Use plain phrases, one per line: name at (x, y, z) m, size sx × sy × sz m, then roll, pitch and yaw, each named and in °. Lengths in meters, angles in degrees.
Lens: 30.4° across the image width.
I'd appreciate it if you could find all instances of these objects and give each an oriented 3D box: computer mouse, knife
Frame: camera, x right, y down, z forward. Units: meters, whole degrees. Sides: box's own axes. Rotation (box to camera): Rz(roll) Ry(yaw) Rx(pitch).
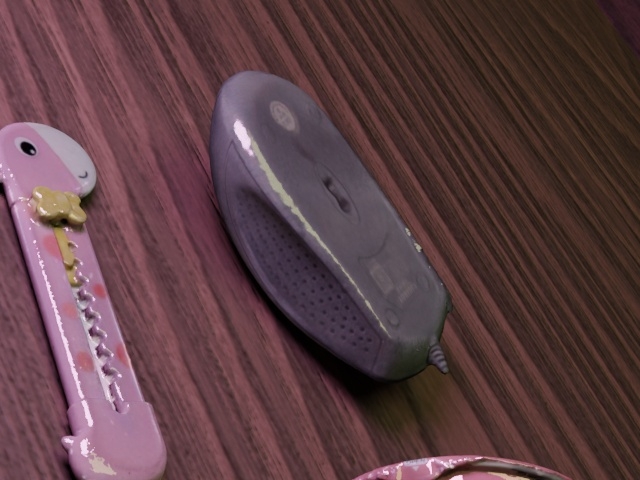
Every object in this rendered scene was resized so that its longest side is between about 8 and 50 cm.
computer mouse at (0.000, 0.000, 1.208) m, size 0.371 × 0.122 × 0.188 m, roll 53°, pitch 34°, yaw 1°
knife at (-0.205, 0.042, 0.990) m, size 0.132 × 0.038 × 0.399 m, roll 9°, pitch 46°, yaw -42°

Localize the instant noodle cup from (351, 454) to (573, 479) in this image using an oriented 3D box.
instant noodle cup at (0.105, 0.315, 0.852) m, size 0.243 × 0.243 × 0.231 m, roll 28°, pitch 40°, yaw -26°
